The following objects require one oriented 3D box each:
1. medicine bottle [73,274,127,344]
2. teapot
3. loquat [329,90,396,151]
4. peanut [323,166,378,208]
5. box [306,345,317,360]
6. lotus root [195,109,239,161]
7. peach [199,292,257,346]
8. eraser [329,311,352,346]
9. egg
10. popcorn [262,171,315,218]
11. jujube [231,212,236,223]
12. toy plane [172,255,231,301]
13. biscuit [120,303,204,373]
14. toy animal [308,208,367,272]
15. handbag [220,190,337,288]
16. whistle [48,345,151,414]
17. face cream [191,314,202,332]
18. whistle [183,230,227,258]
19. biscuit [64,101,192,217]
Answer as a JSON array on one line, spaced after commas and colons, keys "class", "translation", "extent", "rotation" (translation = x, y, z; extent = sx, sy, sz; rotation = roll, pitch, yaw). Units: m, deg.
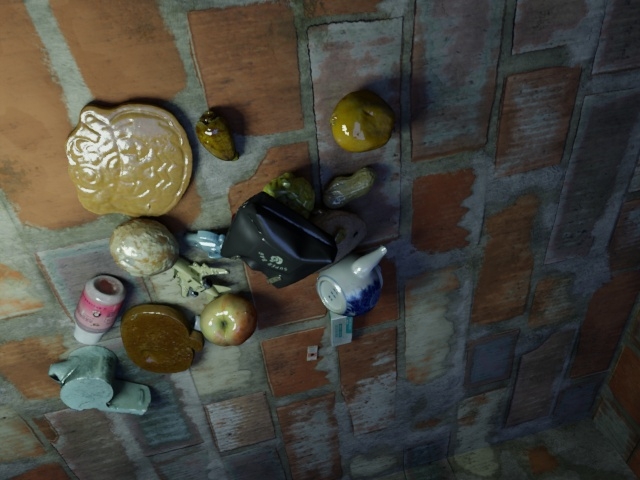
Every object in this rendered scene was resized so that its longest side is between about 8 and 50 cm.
[{"class": "medicine bottle", "translation": [-0.793, 0.251, 1.747], "extent": [0.147, 0.147, 0.247], "rotation": [19, 117, -27]}, {"class": "teapot", "translation": [0.136, 0.157, 1.901], "extent": [0.280, 0.252, 0.424], "rotation": [-27, 159, -34]}, {"class": "loquat", "translation": [0.137, -0.371, 1.551], "extent": [0.234, 0.176, 0.187], "rotation": [-6, 127, -25]}, {"class": "peanut", "translation": [0.104, -0.188, 1.728], "extent": [0.214, 0.090, 0.099], "rotation": [-25, 86, -1]}, {"class": "box", "translation": [-0.038, 0.513, 2.234], "extent": [0.046, 0.012, 0.083], "rotation": [-5, 126, -13]}, {"class": "lotus root", "translation": [-0.311, -0.307, 1.523], "extent": [0.108, 0.094, 0.191], "rotation": [0, 139, 27]}, {"class": "peach", "translation": [-0.347, 0.300, 1.879], "extent": [0.232, 0.232, 0.232], "rotation": [-8, 126, -11]}, {"class": "eraser", "translation": [0.089, 0.375, 2.121], "extent": [0.095, 0.052, 0.225], "rotation": [-12, 139, -8]}, {"class": "egg", "translation": [-0.578, 0.025, 1.619], "extent": [0.195, 0.195, 0.233], "rotation": [-44, 142, 16]}, {"class": "popcorn", "translation": [-0.108, -0.131, 1.649], "extent": [0.185, 0.167, 0.187], "rotation": [29, 108, -11]}, {"class": "jujube", "translation": [-0.252, -0.060, 1.729], "extent": [0.129, 0.077, 0.077], "rotation": [18, 118, -14]}, {"class": "toy plane", "translation": [-0.459, 0.138, 1.797], "extent": [0.242, 0.104, 0.256], "rotation": [-29, 136, 25]}, {"class": "biscuit", "translation": [-0.614, 0.388, 1.926], "extent": [0.314, 0.063, 0.367], "rotation": [0, 127, -4]}, {"class": "toy animal", "translation": [-0.006, 0.004, 1.757], "extent": [0.358, 0.188, 0.226], "rotation": [-37, 152, -3]}, {"class": "handbag", "translation": [-0.155, 0.026, 1.583], "extent": [0.342, 0.152, 0.288], "rotation": [33, 131, -19]}, {"class": "whistle", "translation": [-0.866, 0.582, 1.945], "extent": [0.188, 0.168, 0.405], "rotation": [-28, 127, 4]}, {"class": "face cream", "translation": [-0.417, 0.351, 1.982], "extent": [0.198, 0.057, 0.084], "rotation": [18, 120, -29]}, {"class": "whistle", "translation": [-0.346, 0.016, 1.712], "extent": [0.269, 0.093, 0.180], "rotation": [6, 156, 5]}, {"class": "biscuit", "translation": [-0.583, -0.239, 1.509], "extent": [0.365, 0.062, 0.385], "rotation": [1, 124, -16]}]
